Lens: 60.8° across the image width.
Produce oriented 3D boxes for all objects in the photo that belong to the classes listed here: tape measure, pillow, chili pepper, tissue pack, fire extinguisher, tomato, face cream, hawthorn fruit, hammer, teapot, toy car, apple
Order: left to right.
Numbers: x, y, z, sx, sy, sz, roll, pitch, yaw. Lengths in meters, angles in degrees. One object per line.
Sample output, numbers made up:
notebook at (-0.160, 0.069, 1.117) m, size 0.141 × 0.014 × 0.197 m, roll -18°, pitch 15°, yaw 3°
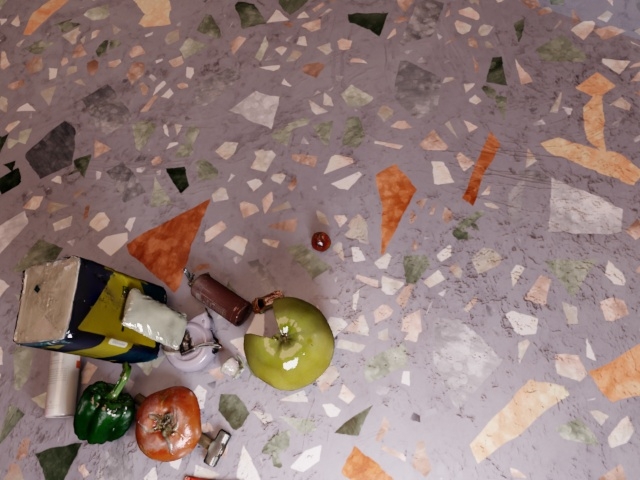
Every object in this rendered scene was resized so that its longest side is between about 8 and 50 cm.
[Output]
face cream at (-0.882, 0.428, 1.885) m, size 0.102 × 0.102 × 0.345 m, roll -5°, pitch 68°, yaw 7°
tissue pack at (-0.718, 0.234, 1.743) m, size 0.253 × 0.416 × 0.264 m, roll -10°, pitch 67°, yaw 23°
chili pepper at (-0.692, 0.524, 1.770) m, size 0.174 × 0.165 × 0.261 m, roll 28°, pitch 99°, yaw 29°
pillow at (-0.526, 0.253, 1.745) m, size 0.051 × 0.229 × 0.128 m, roll -20°, pitch 47°, yaw 36°
tomato at (-0.488, 0.575, 1.732) m, size 0.236 × 0.095 × 0.237 m, roll -4°, pitch 67°, yaw 10°
hammer at (-0.465, 0.599, 1.786) m, size 0.365 × 0.043 × 0.111 m, roll 24°, pitch 76°, yaw 18°
tape measure at (-0.433, 0.350, 1.843) m, size 0.196 × 0.105 × 0.178 m, roll -30°, pitch 68°, yaw -5°
fire extinguisher at (-0.367, 0.187, 1.896) m, size 0.269 × 0.105 × 0.105 m, roll 31°, pitch 77°, yaw 20°
teapot at (-0.286, 0.422, 1.821) m, size 0.064 × 0.064 × 0.083 m, roll 36°, pitch 47°, yaw 12°
toy car at (-0.184, 0.213, 1.894) m, size 0.122 × 0.035 × 0.059 m, roll -19°, pitch 71°, yaw -1°
apple at (-0.101, 0.323, 1.723) m, size 0.292 × 0.254 × 0.292 m, roll -2°, pitch 73°, yaw 5°
hawthorn fruit at (0.000, 0.004, 1.928) m, size 0.077 × 0.077 × 0.077 m, roll -3°, pitch 69°, yaw 8°

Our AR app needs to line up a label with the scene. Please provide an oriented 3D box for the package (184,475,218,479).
package at (-0.333, 0.786, 1.701) m, size 0.200 × 0.022 × 0.083 m, roll 2°, pitch 70°, yaw 8°
